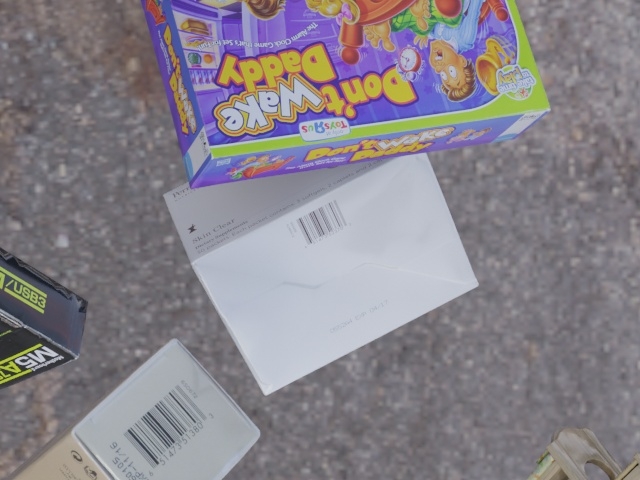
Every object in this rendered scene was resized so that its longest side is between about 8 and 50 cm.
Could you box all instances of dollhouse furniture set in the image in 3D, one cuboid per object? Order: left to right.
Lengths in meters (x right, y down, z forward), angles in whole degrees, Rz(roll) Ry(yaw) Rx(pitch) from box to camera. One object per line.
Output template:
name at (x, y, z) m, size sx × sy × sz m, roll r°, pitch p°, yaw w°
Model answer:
dollhouse furniture set at (0.281, 0.211, 1.266) m, size 0.161 × 0.182 × 0.101 m, roll -13°, pitch 57°, yaw -41°

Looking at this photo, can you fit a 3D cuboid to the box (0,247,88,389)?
box at (-0.260, 0.038, 0.735) m, size 0.184 × 0.191 × 0.045 m, roll 35°, pitch 43°, yaw -41°

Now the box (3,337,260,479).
box at (-0.203, 0.225, 1.258) m, size 0.121 × 0.311 × 0.148 m, roll 49°, pitch 49°, yaw -2°

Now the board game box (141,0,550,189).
board game box at (0.021, -0.192, 1.259) m, size 0.347 × 0.078 × 0.233 m, roll -10°, pitch 76°, yaw -24°

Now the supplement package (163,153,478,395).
supplement package at (0.000, 0.000, 1.437) m, size 0.262 × 0.145 × 0.204 m, roll -27°, pitch 126°, yaw -3°
